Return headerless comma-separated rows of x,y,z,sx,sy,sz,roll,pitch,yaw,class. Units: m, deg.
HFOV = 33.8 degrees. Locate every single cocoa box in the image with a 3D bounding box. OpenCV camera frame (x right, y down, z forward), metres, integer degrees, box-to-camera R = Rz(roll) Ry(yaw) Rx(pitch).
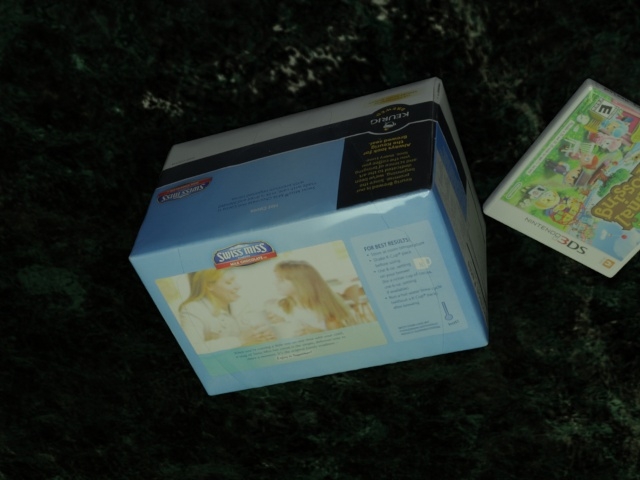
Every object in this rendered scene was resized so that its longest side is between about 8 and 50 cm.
0.000,0.000,1.209,0.347,0.228,0.231,-13,126,17,cocoa box

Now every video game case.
0.330,-0.066,1.242,0.193,0.023,0.212,26,127,-13,video game case
